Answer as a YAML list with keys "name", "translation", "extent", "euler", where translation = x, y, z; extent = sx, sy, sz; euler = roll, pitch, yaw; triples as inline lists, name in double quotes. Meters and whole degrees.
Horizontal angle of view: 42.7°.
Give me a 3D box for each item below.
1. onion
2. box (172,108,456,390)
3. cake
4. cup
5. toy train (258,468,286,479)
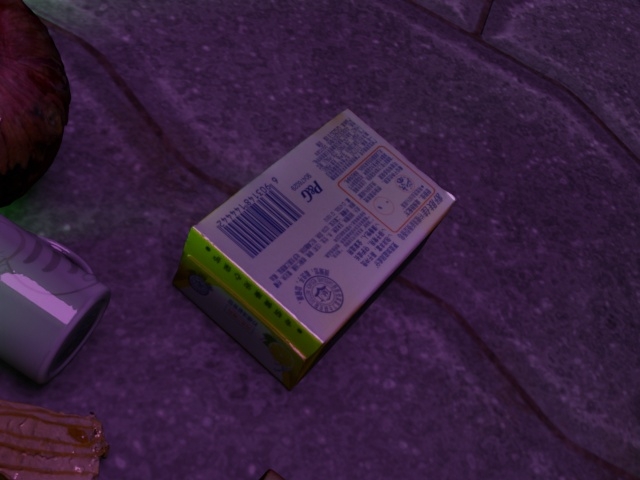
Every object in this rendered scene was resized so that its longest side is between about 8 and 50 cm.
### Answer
- name: "onion"
  translation: [-0.340, -0.137, 0.714]
  extent: [0.246, 0.190, 0.246]
  euler: [19, 53, -27]
- name: "box"
  translation: [0.000, 0.000, 0.835]
  extent: [0.168, 0.097, 0.265]
  euler: [40, 50, 6]
- name: "cake"
  translation: [-0.268, 0.166, 0.632]
  extent: [0.185, 0.116, 0.080]
  euler: [26, 46, -50]
- name: "cup"
  translation: [-0.248, 0.033, 0.694]
  extent: [0.133, 0.099, 0.136]
  euler: [33, 50, 1]
- name: "toy train"
  translation: [0.014, 0.302, 0.626]
  extent: [0.285, 0.116, 0.177]
  euler: [37, 38, 4]
